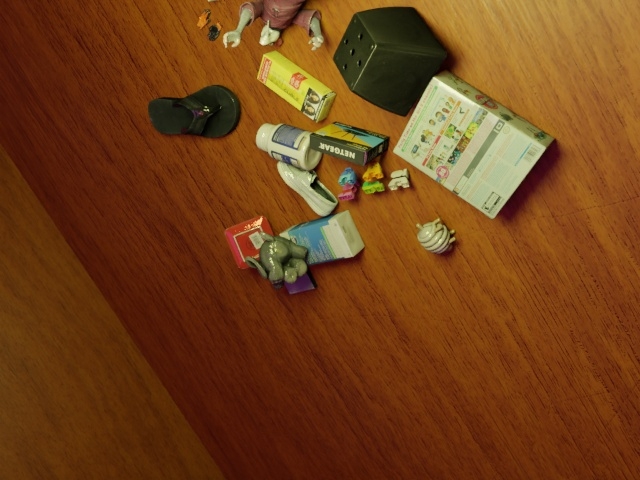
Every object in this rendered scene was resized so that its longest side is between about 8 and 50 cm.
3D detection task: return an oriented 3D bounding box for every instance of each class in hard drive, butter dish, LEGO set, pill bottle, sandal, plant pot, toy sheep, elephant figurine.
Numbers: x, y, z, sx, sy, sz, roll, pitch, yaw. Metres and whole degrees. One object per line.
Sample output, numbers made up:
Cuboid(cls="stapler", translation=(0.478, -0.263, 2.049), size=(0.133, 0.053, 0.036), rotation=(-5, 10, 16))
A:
Cuboid(cls="hard drive", translation=(-0.081, 0.139, 1.894), size=(0.135, 0.022, 0.094), rotation=(-19, 103, 43))
Cuboid(cls="butter dish", translation=(-0.239, -0.002, 1.876), size=(0.160, 0.118, 0.160), rotation=(-20, 104, 3))
Cuboid(cls="LEGO set", translation=(0.139, -0.191, 1.483), size=(0.227, 0.093, 0.087), rotation=(-8, 142, 36))
Cuboid(cls="pill bottle", translation=(-0.095, -0.288, 1.581), size=(0.187, 0.112, 0.112), rotation=(23, 128, 26))
Cuboid(cls="sandal", translation=(-0.448, -0.416, 1.786), size=(0.446, 0.107, 0.167), rotation=(2, 117, 37))
Cuboid(cls="plant pot", translation=(0.141, -0.423, 1.223), size=(0.188, 0.167, 0.187), rotation=(-57, 45, 44))
Cuboid(cls="toy sheep", translation=(0.312, -0.011, 1.442), size=(0.132, 0.091, 0.091), rotation=(37, 139, -20))
Cuboid(cls="elephant figurine", translation=(-0.160, 0.072, 1.733), size=(0.239, 0.169, 0.186), rotation=(-9, 82, 60))

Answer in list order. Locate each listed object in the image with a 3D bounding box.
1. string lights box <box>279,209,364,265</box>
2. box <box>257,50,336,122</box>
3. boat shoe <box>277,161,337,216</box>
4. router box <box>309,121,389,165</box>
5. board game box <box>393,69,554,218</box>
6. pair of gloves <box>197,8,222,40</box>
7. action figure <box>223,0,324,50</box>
Cuboid(cls="string lights box", translation=(0.000, 0.000, 1.706), size=(0.260, 0.077, 0.133), rotation=(-13, 107, 43))
Cuboid(cls="box", translation=(-0.070, -0.441, 1.505), size=(0.232, 0.058, 0.087), rotation=(40, 135, 13))
Cuboid(cls="boat shoe", translation=(-0.034, -0.179, 1.632), size=(0.227, 0.079, 0.081), rotation=(47, 128, -2))
Cuboid(cls="router box", translation=(0.078, -0.267, 1.440), size=(0.179, 0.133, 0.046), rotation=(22, 128, 27))
Cuboid(cls="board game box", translation=(0.358, -0.230, 1.268), size=(0.303, 0.097, 0.224), rotation=(37, 132, 13))
Cuboid(cls="pair of gloves", translation=(-0.340, -0.661, 1.619), size=(0.083, 0.010, 0.074), rotation=(51, 134, -2))
Cuboid(cls="action figure", translation=(-0.106, -0.627, 1.332), size=(0.370, 0.248, 0.275), rotation=(147, 125, -70))
